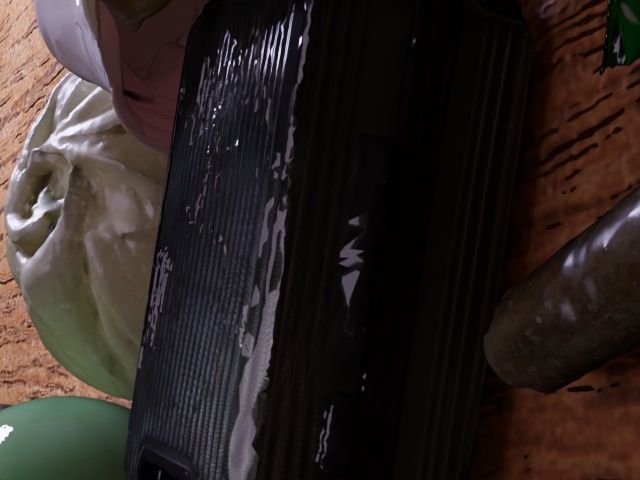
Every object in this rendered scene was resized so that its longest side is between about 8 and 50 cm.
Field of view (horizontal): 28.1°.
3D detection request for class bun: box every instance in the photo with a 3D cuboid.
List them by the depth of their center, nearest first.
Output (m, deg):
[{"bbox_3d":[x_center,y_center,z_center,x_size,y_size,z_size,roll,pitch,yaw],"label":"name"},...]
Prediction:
[{"bbox_3d":[-0.144,-0.014,0.923,0.259,0.160,0.259,-175,90,-67],"label":"bun"}]

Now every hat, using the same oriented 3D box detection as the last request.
[{"bbox_3d":[-0.095,-0.152,0.786,0.126,0.203,0.203,12,94,47],"label":"hat"}]

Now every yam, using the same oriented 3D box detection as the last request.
[{"bbox_3d":[0.144,-0.017,0.420,0.274,0.061,0.061,-48,42,51],"label":"yam"}]

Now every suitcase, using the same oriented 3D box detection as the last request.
[{"bbox_3d":[0.000,0.000,0.638,0.202,0.128,0.312,180,100,-67],"label":"suitcase"}]

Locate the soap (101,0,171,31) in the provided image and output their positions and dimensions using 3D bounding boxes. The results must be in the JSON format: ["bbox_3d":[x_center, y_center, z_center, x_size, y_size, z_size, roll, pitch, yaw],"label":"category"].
[{"bbox_3d":[-0.108,-0.226,0.600,0.135,0.233,0.076,-27,24,37],"label":"soap"}]

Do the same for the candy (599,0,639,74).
[{"bbox_3d":[0.148,-0.147,0.434,0.203,0.078,0.141,155,131,-75],"label":"candy"}]

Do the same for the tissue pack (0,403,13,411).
[{"bbox_3d":[-0.298,0.332,1.103,0.370,0.198,0.210,-107,32,-42],"label":"tissue pack"}]

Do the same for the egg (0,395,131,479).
[{"bbox_3d":[-0.159,0.231,0.805,0.220,0.220,0.269,-41,53,55],"label":"egg"}]
